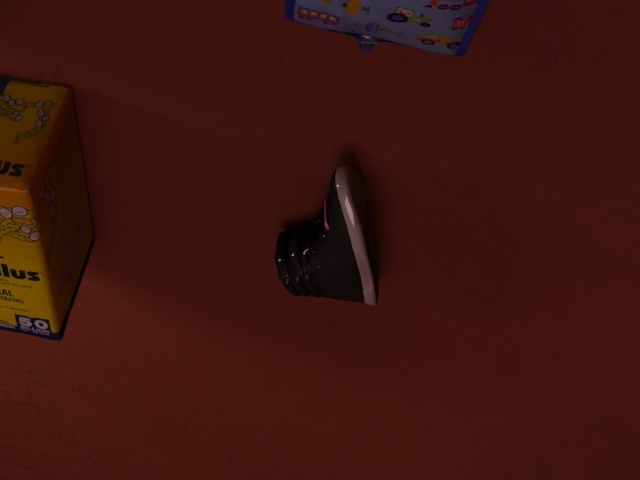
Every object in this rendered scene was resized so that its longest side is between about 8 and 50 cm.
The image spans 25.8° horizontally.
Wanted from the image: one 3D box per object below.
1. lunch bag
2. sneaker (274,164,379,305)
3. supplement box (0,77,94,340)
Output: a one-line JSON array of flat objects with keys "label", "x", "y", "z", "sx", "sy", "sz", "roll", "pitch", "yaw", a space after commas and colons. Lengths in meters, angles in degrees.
[{"label": "lunch bag", "x": 0.076, "y": -0.297, "z": 1.568, "sx": 0.221, "sy": 0.138, "sz": 0.293, "roll": 11, "pitch": 153, "yaw": -2}, {"label": "sneaker", "x": 0.000, "y": 0.001, "z": 1.977, "sx": 0.147, "sy": 0.104, "sz": 0.295, "roll": 0, "pitch": 146, "yaw": 8}, {"label": "supplement box", "x": -0.451, "y": -0.044, "z": 1.973, "sx": 0.194, "sy": 0.195, "sz": 0.356, "roll": 9, "pitch": 143, "yaw": 4}]
